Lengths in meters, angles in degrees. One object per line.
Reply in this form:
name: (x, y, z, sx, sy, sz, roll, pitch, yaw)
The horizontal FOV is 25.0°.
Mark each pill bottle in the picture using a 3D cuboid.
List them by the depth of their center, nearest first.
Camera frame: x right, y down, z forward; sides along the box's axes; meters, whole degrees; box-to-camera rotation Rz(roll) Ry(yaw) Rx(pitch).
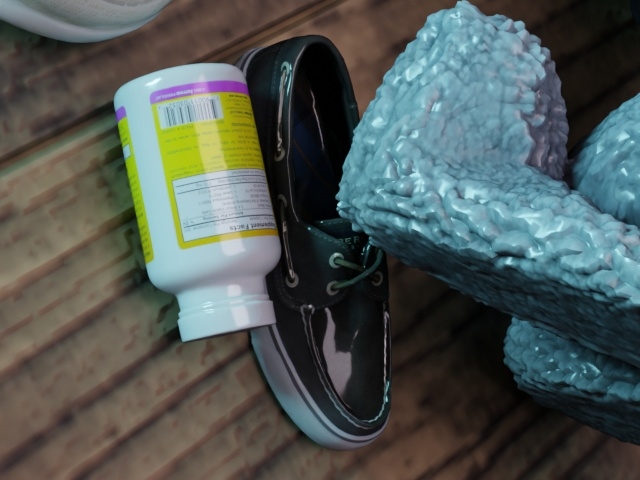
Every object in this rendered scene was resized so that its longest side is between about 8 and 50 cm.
pill bottle: (-0.037, -0.011, 0.457, 0.043, 0.043, 0.083, -8, 84, -37)

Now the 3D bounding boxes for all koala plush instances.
koala plush: (0.160, -0.046, 0.460, 0.196, 0.203, 0.221, 43, 70, -48)

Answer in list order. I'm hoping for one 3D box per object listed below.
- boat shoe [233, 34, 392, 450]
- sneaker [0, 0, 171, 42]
boat shoe: (0.000, 0.000, 0.483, 0.049, 0.040, 0.142, -11, 85, -37)
sneaker: (-0.089, -0.183, 0.378, 0.110, 0.118, 0.292, -53, 135, -42)
